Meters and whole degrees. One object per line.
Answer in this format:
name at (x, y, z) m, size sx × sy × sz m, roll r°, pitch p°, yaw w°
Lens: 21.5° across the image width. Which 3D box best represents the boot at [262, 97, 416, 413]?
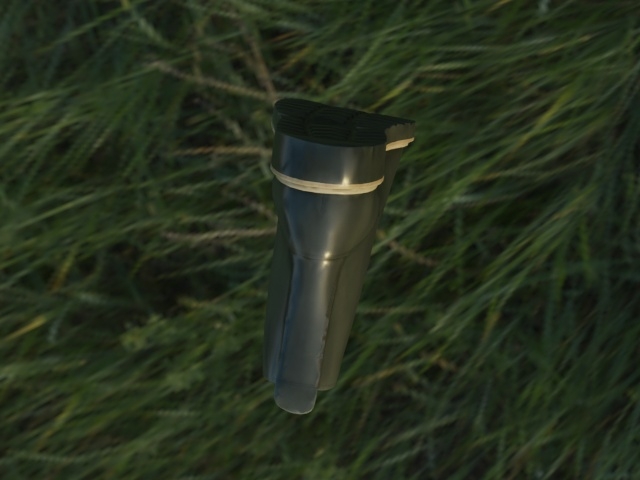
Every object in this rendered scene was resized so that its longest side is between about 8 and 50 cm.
boot at (0.000, 0.000, 0.895) m, size 0.077 × 0.198 × 0.137 m, roll 9°, pitch 102°, yaw 10°
